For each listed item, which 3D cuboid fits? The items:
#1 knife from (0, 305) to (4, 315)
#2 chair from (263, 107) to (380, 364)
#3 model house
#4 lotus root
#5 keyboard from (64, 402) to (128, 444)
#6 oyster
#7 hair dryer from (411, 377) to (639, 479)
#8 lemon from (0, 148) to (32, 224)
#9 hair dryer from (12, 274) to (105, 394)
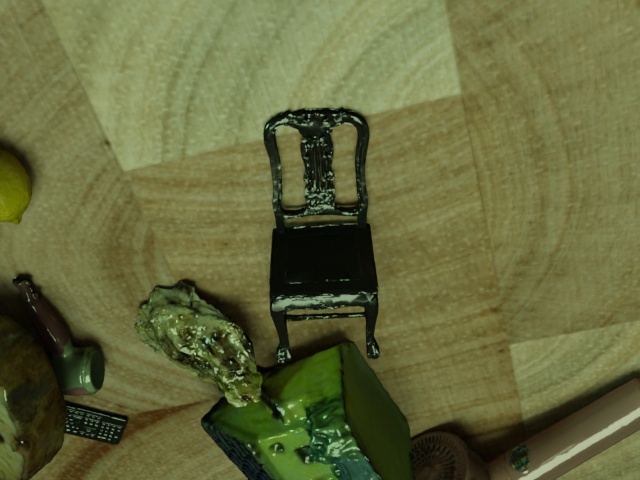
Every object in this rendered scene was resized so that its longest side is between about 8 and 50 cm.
[{"bbox_3d":[-0.363,0.036,0.932,0.026,0.022,0.184,-20,131,-18],"label":"knife"},{"bbox_3d":[0.000,0.000,0.854,0.106,0.113,0.229,-4,131,1],"label":"chair"},{"bbox_3d":[-0.023,0.243,1.003,0.211,0.170,0.194,-21,127,16],"label":"model house"},{"bbox_3d":[-0.362,0.187,0.971,0.170,0.074,0.260,35,131,6],"label":"lotus root"},{"bbox_3d":[-0.315,0.215,1.078,0.155,0.010,0.053,17,125,-13],"label":"keyboard"},{"bbox_3d":[-0.126,0.111,0.958,0.166,0.053,0.108,27,112,4],"label":"oyster"},{"bbox_3d":[0.277,0.283,1.077,0.352,0.125,0.210,-35,121,16],"label":"hair dryer"},{"bbox_3d":[-0.307,-0.050,0.840,0.065,0.065,0.092,-12,127,9],"label":"lemon"},{"bbox_3d":[-0.305,0.103,0.978,0.106,0.054,0.154,-2,118,10],"label":"hair dryer"}]
